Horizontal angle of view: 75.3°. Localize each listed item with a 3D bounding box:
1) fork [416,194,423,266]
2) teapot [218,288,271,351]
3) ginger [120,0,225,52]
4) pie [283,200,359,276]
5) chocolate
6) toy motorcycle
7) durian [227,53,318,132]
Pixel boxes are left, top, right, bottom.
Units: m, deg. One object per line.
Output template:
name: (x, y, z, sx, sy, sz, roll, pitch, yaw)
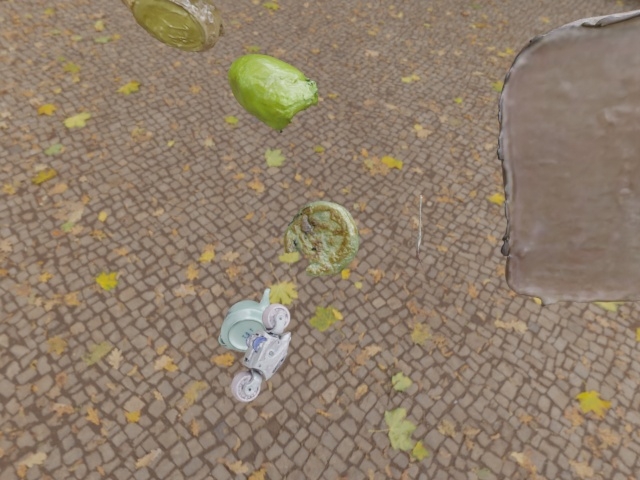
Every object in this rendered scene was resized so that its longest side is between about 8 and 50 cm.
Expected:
fork: (0.152, -0.013, 0.635, 0.012, 0.016, 0.115, -2, 93, -1)
teapot: (-0.233, 0.255, 1.300, 0.232, 0.159, 0.159, -43, 60, 9)
ginger: (-0.341, -0.554, 0.952, 0.275, 0.130, 0.221, 18, 50, -33)
pie: (0.006, -0.005, 1.573, 0.302, 0.302, 0.067, 25, 14, 14)
chocolate: (0.250, -0.068, 0.385, 0.161, 0.261, 0.083, 1, 25, 22)
toy motorcycle: (-0.138, 0.286, 1.054, 0.112, 0.112, 0.254, 20, 74, 10)
durian: (-0.168, -0.485, 1.355, 0.339, 0.256, 0.204, 27, 95, 1)
